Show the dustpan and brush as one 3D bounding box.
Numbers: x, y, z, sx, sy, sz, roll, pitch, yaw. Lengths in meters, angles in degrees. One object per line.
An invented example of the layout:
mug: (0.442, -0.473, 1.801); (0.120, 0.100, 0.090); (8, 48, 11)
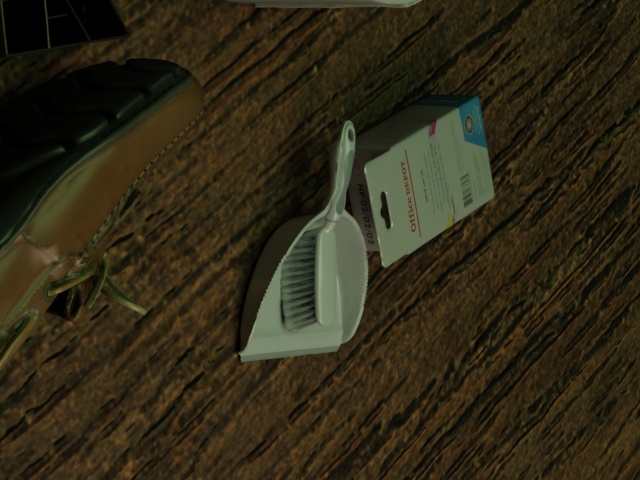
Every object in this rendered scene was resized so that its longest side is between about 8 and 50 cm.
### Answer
dustpan and brush: (0.000, 0.000, 1.734); (0.147, 0.060, 0.211); (-3, 97, -50)

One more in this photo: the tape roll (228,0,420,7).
tape roll: (-0.001, -0.312, 1.609); (0.246, 0.169, 0.246); (-7, 99, -50)

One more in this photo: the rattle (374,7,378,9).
rattle: (0.112, -0.299, 1.779); (0.130, 0.142, 0.200); (71, 36, -54)

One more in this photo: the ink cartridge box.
ink cartridge box: (0.079, -0.056, 1.823); (0.181, 0.061, 0.104); (-32, 118, -45)

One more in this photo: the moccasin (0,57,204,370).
moccasin: (-0.210, 0.013, 1.418); (0.380, 0.139, 0.147); (-54, 133, -31)

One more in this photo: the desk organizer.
desk organizer: (-0.203, -0.164, 1.474); (0.130, 0.050, 0.047); (-18, 108, -48)
